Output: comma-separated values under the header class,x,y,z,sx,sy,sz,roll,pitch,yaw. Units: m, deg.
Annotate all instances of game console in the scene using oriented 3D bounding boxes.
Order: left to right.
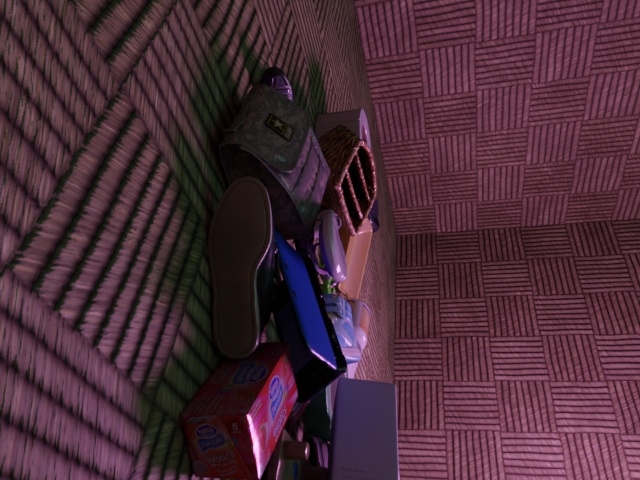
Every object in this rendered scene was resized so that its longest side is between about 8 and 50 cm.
class,x,y,z,sx,sy,sz,roll,pitch,yaw
game console,-0.071,0.167,1.110,0.173,0.250,0.293,13,44,-37

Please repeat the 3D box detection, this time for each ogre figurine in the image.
class,x,y,z,sx,sy,sz,roll,pitch,yaw
ogre figurine,0.024,0.127,1.705,0.197,0.096,0.118,-44,141,-58

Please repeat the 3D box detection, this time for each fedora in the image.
class,x,y,z,sx,sy,sz,roll,pitch,yaw
fedora,0.176,-0.105,2.246,0.334,0.152,0.334,-4,90,-76

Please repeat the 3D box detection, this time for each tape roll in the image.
class,x,y,z,sx,sy,sz,roll,pitch,yaw
tape roll,0.023,0.469,1.643,0.321,0.077,0.322,-4,90,-76
tape roll,0.089,-0.361,1.938,0.246,0.169,0.246,-4,90,-75

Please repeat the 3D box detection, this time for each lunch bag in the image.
class,x,y,z,sx,sy,sz,roll,pitch,yaw
lunch bag,-0.103,-0.176,1.148,0.235,0.168,0.287,-75,149,-44

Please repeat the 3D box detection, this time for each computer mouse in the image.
class,x,y,z,sx,sy,sz,roll,pitch,yaw
computer mouse,-0.042,0.019,1.456,0.184,0.060,0.262,104,-27,-69

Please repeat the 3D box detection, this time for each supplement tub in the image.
class,x,y,z,sx,sy,sz,roll,pitch,yaw
supplement tub,0.099,0.317,1.845,0.200,0.144,0.144,-71,153,-56

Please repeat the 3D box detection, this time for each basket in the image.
class,x,y,z,sx,sy,sz,roll,pitch,yaw
basket,0.105,-0.202,1.711,0.223,0.213,0.299,49,-12,38

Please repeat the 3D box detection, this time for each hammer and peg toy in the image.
class,x,y,z,sx,sy,sz,roll,pitch,yaw
hammer and peg toy,-0.083,0.540,1.094,0.361,0.127,0.266,70,21,-47

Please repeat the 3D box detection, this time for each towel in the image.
class,x,y,z,sx,sy,sz,roll,pitch,yaw
towel,-0.071,0.376,1.400,0.144,0.029,0.197,-19,102,-76

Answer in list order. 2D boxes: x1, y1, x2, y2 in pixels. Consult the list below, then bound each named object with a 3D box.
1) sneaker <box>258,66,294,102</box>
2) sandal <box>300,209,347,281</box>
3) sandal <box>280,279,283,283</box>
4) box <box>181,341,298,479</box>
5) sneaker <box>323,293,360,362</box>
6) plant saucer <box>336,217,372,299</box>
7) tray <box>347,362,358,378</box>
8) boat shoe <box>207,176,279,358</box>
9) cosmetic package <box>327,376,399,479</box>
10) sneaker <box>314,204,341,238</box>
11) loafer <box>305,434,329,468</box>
class,x,y,z,sx,sy,sz,roll,pitch,yaw
sneaker,-0.113,-0.393,1.356,0.229,0.086,0.132,82,6,-60
sandal,0.004,0.015,1.286,0.416,0.102,0.170,-71,147,-84
sandal,-0.080,0.168,1.388,0.097,0.054,0.255,-66,159,-48
box,-0.137,0.303,0.956,0.257,0.122,0.128,-52,135,-69
sneaker,0.002,0.238,1.444,0.319,0.127,0.208,35,42,-60
plant saucer,0.106,0.052,1.977,0.333,0.080,0.333,51,50,-67
tray,0.120,0.479,2.117,0.270,0.030,0.145,-49,133,-70
boat shoe,-0.139,0.051,1.013,0.113,0.127,0.340,9,78,-77
cosmetic package,0.097,0.597,1.270,0.453,0.161,0.230,-83,179,-49
sneaker,0.014,-0.057,1.656,0.262,0.120,0.099,-56,139,-69
loafer,-0.021,0.674,1.428,0.084,0.096,0.268,50,27,-34
